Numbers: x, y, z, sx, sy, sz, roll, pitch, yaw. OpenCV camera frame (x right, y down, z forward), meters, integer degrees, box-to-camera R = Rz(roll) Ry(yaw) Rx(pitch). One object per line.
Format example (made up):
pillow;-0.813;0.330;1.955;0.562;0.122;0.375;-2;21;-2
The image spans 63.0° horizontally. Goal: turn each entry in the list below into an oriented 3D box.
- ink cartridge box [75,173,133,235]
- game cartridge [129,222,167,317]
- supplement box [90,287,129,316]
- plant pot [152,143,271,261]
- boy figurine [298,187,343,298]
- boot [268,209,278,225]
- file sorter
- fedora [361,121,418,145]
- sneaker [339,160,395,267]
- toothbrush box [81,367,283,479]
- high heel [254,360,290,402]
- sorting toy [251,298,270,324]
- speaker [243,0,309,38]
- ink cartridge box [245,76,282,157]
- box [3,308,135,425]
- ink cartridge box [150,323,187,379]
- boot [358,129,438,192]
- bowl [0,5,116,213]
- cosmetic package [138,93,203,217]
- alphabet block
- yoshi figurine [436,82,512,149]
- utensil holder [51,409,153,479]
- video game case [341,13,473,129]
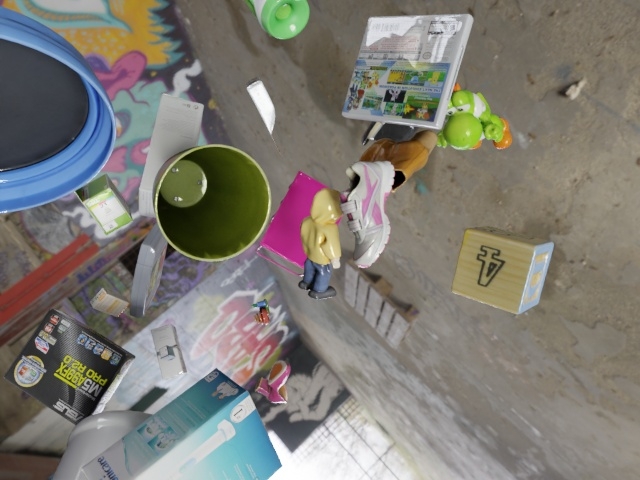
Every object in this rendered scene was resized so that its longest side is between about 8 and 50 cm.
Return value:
ink cartridge box;-0.710;-0.167;1.647;0.189;0.097;0.255;41;160;58
game cartridge;-0.562;0.101;1.713;0.060;0.294;0.196;18;-150;-4
supplement box;-0.660;0.195;1.640;0.036;0.062;0.098;43;180;36
plant pot;-0.308;-0.118;1.323;0.274;0.275;0.294;57;165;-29
boy figurine;0.000;0.000;1.341;0.177;0.092;0.284;32;120;53
boot;-0.056;-0.050;2.042;0.248;0.207;0.090;50;174;-10
file sorter;-0.072;-0.046;1.808;0.202;0.290;0.182;30;161;-10
fedora;0.304;-0.461;1.977;0.153;0.334;0.334;38;166;-1
sneaker;0.090;-0.065;1.175;0.111;0.252;0.103;10;167;-21
toothbrush box;-0.246;0.426;0.979;0.126;0.296;0.216;15;132;48
high heel;-0.114;0.447;1.619;0.117;0.082;0.244;27;136;-11
sorting toy;-0.171;0.202;1.492;0.102;0.042;0.061;-105;2;-70
speaker;-0.140;-0.616;1.262;0.296;0.131;0.131;58;172;29
ink cartridge box;-0.158;-0.387;1.626;0.232;0.066;0.189;59;-177;-22
box;-0.675;0.342;1.412;0.270;0.216;0.060;28;166;11
ink cartridge box;-0.572;0.422;1.978;0.139;0.082;0.190;121;131;-74
boot;0.153;-0.184;1.360;0.295;0.211;0.104;-17;113;52
bowl;-0.501;-0.170;0.739;0.391;0.392;0.077;82;168;-66
cosmetic package;-0.522;-0.283;1.831;0.156;0.384;0.217;12;153;-14
alphabet block;0.510;0.074;1.466;0.197;0.193;0.192;19;-167;36
yoshi figurine;0.461;-0.337;1.609;0.362;0.203;0.203;9;-141;-55
utensil holder;-0.468;0.634;1.158;0.327;0.328;0.385;57;-159;-29
video game case;0.229;-0.473;1.450;0.329;0.299;0.036;19;-176;39
